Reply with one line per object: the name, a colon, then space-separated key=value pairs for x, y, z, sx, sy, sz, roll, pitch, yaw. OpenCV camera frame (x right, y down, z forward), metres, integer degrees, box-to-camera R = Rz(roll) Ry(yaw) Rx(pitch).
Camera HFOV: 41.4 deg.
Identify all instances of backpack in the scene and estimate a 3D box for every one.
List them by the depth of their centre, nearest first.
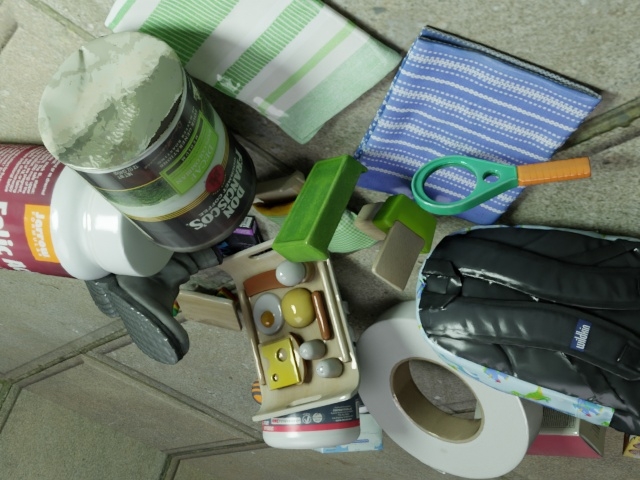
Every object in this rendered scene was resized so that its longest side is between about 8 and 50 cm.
backpack: x=0.316 y=0.113 z=1.259 sx=0.356 sy=0.290 sz=0.273 roll=11 pitch=168 yaw=9

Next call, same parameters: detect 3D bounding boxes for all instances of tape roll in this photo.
tape roll: x=0.239 y=0.294 z=1.650 sx=0.392 sy=0.072 sz=0.392 roll=23 pitch=134 yaw=26

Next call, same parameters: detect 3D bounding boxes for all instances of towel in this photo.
towel: x=-0.096 y=-0.257 z=1.094 sx=0.325 sy=0.038 sz=0.248 roll=29 pitch=148 yaw=-20
towel: x=0.189 y=-0.133 z=1.150 sx=0.243 sy=0.040 sz=0.336 roll=19 pitch=151 yaw=-4

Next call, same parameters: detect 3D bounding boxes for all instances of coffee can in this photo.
coffee can: x=-0.227 y=-0.125 z=1.172 sx=0.202 sy=0.201 sz=0.275 roll=7 pitch=160 yaw=19

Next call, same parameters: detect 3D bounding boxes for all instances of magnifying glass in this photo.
magnifying glass: x=0.236 y=-0.083 z=1.119 sx=0.231 sy=0.092 sz=0.026 roll=-6 pitch=142 yaw=12

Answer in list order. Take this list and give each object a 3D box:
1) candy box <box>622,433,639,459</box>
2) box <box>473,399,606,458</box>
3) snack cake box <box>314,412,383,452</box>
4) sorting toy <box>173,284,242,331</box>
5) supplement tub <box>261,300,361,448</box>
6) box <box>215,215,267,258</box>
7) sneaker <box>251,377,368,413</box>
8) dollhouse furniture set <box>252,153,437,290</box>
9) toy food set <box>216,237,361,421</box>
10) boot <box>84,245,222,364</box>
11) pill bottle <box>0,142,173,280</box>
candy box: x=0.640 y=0.348 z=1.655 sx=0.053 sy=0.109 sz=0.186 roll=11 pitch=150 yaw=11
box: x=0.447 y=0.346 z=1.716 sx=0.232 sy=0.148 sz=0.127 roll=-8 pitch=143 yaw=39
snack cake box: x=0.042 y=0.469 z=2.099 sx=0.152 sy=0.089 sz=0.264 roll=-1 pitch=171 yaw=-14
sorting toy: x=-0.228 y=0.139 z=1.834 sx=0.275 sy=0.046 sz=0.132 roll=12 pitch=150 yaw=12
supplement tub: x=-0.022 y=0.260 z=1.651 sx=0.191 sy=0.272 sz=0.191 roll=-3 pitch=171 yaw=0
box: x=-0.163 y=0.002 z=1.582 sx=0.116 sy=0.029 sz=0.162 roll=9 pitch=151 yaw=16
sneaker: x=-0.027 y=0.315 z=1.975 sx=0.321 sy=0.124 sz=0.180 roll=-5 pitch=141 yaw=17
dollhouse furniture set: x=0.000 y=0.000 z=1.309 sx=0.197 sy=0.151 sz=0.301 roll=34 pitch=159 yaw=-27
toy food set: x=-0.069 y=0.154 z=1.514 sx=0.220 sy=0.306 sz=0.092 roll=-21 pitch=167 yaw=31
boot: x=-0.261 y=0.071 z=1.484 sx=0.338 sy=0.223 sz=0.118 roll=31 pitch=143 yaw=46
pill bottle: x=-0.454 y=-0.050 z=1.451 sx=0.392 sy=0.224 sz=0.224 roll=5 pitch=149 yaw=21
